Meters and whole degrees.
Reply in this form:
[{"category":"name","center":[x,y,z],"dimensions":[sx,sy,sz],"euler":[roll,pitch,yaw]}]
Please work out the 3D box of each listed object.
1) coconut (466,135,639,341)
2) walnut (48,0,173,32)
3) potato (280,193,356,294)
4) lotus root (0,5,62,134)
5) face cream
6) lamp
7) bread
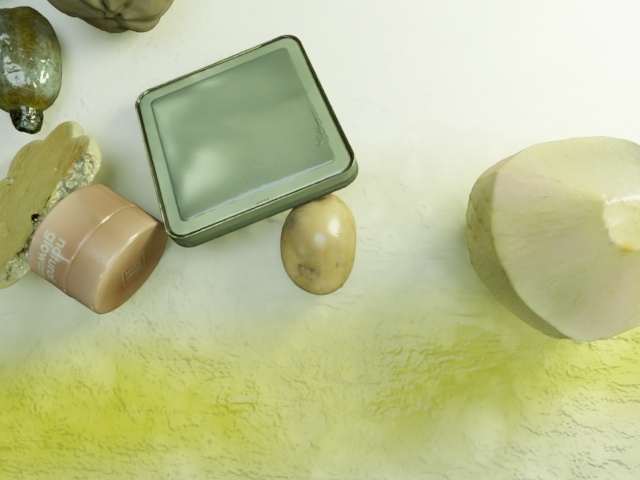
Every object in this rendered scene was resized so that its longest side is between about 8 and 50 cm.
[{"category":"coconut","center":[0.310,-0.007,0.603],"dimensions":[0.260,0.259,0.259],"euler":[0,85,1]},{"category":"walnut","center":[-0.300,-0.411,0.686],"dimensions":[0.225,0.224,0.224],"euler":[0,85,1]},{"category":"potato","center":[0.001,0.003,0.681],"dimensions":[0.112,0.112,0.146],"euler":[0,88,1]},{"category":"lotus root","center":[-0.444,-0.253,0.725],"dimensions":[0.113,0.088,0.191],"euler":[-8,85,-6]},{"category":"face cream","center":[-0.295,0.011,0.664],"dimensions":[0.104,0.149,0.149],"euler":[32,86,4]},{"category":"lamp","center":[-0.112,-0.149,0.691],"dimensions":[0.269,0.047,0.266],"euler":[-21,68,0]},{"category":"bread","center":[-0.411,-0.060,0.698],"dimensions":[0.182,0.039,0.250],"euler":[29,84,37]}]
